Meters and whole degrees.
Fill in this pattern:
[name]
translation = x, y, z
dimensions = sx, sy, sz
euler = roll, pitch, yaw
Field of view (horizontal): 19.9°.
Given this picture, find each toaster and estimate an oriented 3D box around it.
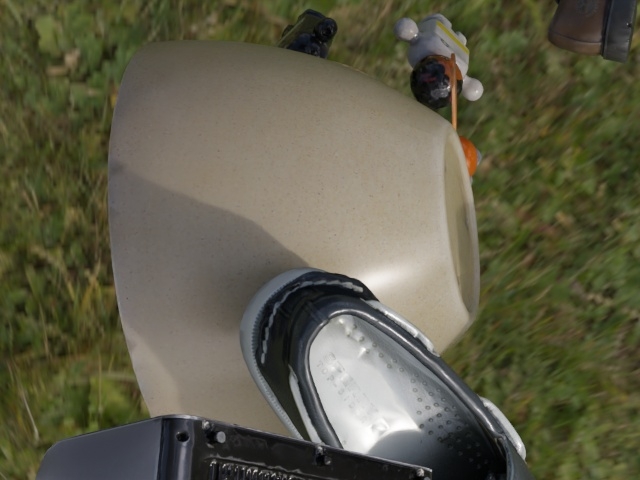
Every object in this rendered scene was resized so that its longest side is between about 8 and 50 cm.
[toaster]
translation = -0.038, 0.177, 0.814
dimensions = 0.168, 0.110, 0.185
euler = 17, 71, -42

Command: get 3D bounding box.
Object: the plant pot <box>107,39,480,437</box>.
[plant pot]
translation = 0.000, 0.000, 1.190
dimensions = 0.191, 0.284, 0.284
euler = -6, 79, 13

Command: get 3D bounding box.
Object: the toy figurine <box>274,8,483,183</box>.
[toy figurine]
translation = 0.047, -0.106, 1.715
dimensions = 0.209, 0.148, 0.213
euler = 2, 118, 6

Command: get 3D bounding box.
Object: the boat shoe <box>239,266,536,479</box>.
[boat shoe]
translation = 0.067, 0.145, 1.039
dimensions = 0.114, 0.091, 0.302
euler = -47, 108, -8

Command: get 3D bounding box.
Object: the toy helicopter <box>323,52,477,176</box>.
[toy helicopter]
translation = 0.050, -0.034, 1.576
dimensions = 0.235, 0.355, 0.140
euler = -15, 48, 21

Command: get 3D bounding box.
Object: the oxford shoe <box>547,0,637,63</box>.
[oxford shoe]
translation = 0.248, -0.265, 1.655
dimensions = 0.096, 0.083, 0.227
euler = 8, 55, 12
